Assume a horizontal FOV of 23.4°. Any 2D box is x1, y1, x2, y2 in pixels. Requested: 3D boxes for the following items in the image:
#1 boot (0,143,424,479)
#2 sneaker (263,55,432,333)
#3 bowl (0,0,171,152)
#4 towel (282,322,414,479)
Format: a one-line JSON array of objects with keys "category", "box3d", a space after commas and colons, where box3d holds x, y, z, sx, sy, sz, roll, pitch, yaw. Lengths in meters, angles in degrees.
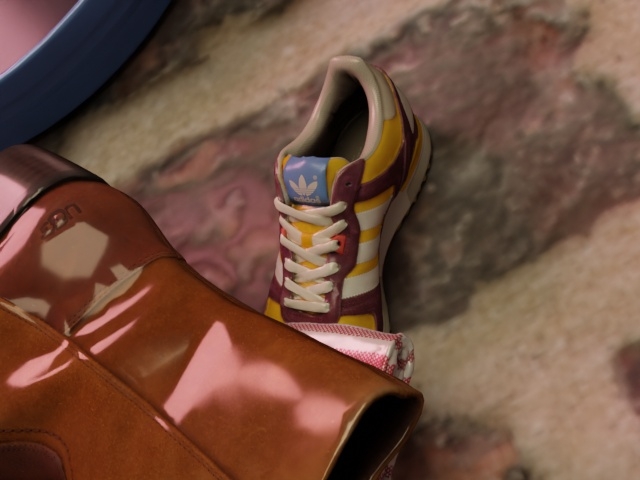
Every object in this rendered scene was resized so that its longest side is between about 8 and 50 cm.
[{"category": "boot", "box3d": [-0.109, 0.120, 0.727, 0.280, 0.096, 0.264, 34, 90, 36]}, {"category": "sneaker", "box3d": [0.000, 0.000, 0.758, 0.069, 0.084, 0.185, 2, 66, 27]}, {"category": "bowl", "box3d": [-0.242, -0.212, 0.989, 0.391, 0.077, 0.391, -11, 61, 21]}, {"category": "towel", "box3d": [-0.031, 0.133, 0.709, 0.144, 0.029, 0.197, 3, 76, 41]}]
